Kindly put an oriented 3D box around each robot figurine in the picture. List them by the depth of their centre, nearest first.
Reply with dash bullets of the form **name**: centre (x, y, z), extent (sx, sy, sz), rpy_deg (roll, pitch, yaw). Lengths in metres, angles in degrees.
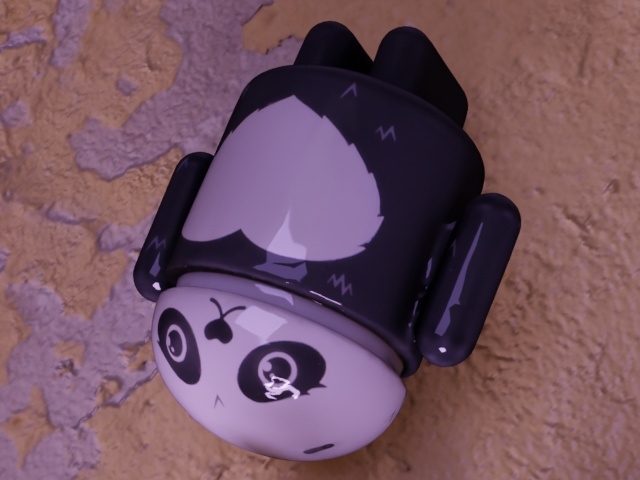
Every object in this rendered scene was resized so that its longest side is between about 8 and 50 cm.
- **robot figurine**: centre (0.001, -0.001, 0.945), extent (0.209, 0.173, 0.278), rpy_deg (-23, 43, 65)
